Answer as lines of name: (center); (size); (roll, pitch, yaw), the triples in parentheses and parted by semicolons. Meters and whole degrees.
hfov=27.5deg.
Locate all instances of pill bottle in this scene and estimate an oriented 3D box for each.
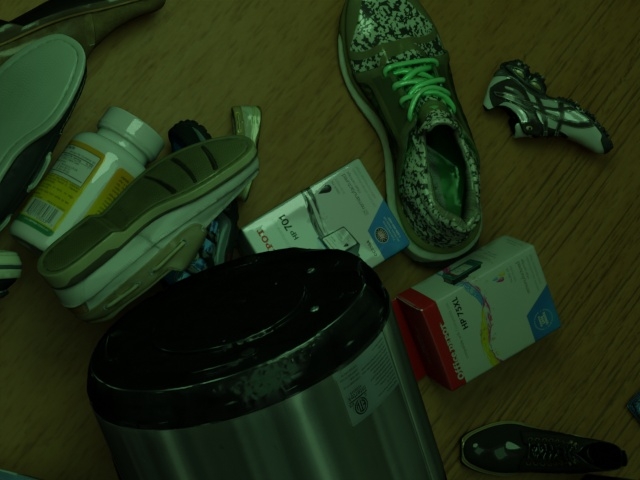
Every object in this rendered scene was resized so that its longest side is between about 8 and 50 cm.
pill bottle: (-0.292, -0.064, 1.666); (0.117, 0.117, 0.208); (34, 77, -7)

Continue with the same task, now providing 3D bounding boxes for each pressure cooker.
pressure cooker: (-0.046, 0.262, 1.528); (0.370, 0.375, 0.420); (-22, 111, -7)

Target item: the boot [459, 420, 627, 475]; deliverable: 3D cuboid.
boot: (0.298, 0.279, 1.747); (0.198, 0.137, 0.076); (0, 83, -12)

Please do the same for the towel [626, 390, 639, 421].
towel: (0.494, 0.257, 1.851); (0.067, 0.029, 0.119); (-40, 92, -14)

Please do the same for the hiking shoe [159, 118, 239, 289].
hiking shoe: (-0.174, -0.006, 1.688); (0.132, 0.113, 0.304); (-10, 85, -15)

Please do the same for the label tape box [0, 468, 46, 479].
label tape box: (-0.473, 0.376, 1.570); (0.334, 0.106, 0.240); (16, 80, -3)

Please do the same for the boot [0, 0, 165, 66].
boot: (-0.333, -0.258, 1.707); (0.305, 0.112, 0.115); (-23, 112, -14)

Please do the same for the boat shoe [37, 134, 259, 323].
boat shoe: (-0.196, -0.016, 1.602); (0.302, 0.113, 0.103); (-34, 124, -8)

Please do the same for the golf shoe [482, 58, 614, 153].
golf shoe: (0.318, -0.168, 1.850); (0.198, 0.077, 0.094); (36, 87, 1)

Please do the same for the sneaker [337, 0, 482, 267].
sneaker: (0.145, -0.173, 1.747); (0.158, 0.182, 0.410); (-17, 87, -14)

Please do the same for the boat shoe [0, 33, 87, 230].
boat shoe: (-0.390, -0.122, 1.645); (0.114, 0.091, 0.302); (39, 89, 19)

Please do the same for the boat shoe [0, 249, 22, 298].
boat shoe: (-0.588, 0.128, 1.538); (0.500, 0.187, 0.156); (-21, 98, -21)

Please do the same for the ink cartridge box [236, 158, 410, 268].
ink cartridge box: (0.000, 0.000, 1.745); (0.191, 0.082, 0.139); (-32, 91, -16)

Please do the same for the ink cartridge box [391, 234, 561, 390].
ink cartridge box: (0.195, 0.107, 1.756); (0.231, 0.078, 0.134); (-29, 112, -15)

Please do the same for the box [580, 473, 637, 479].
box: (0.375, 0.441, 1.728); (0.203, 0.167, 0.168); (-44, 93, -15)

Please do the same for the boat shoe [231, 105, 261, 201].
boat shoe: (-0.108, -0.118, 1.754); (0.045, 0.050, 0.135); (8, 71, -9)
